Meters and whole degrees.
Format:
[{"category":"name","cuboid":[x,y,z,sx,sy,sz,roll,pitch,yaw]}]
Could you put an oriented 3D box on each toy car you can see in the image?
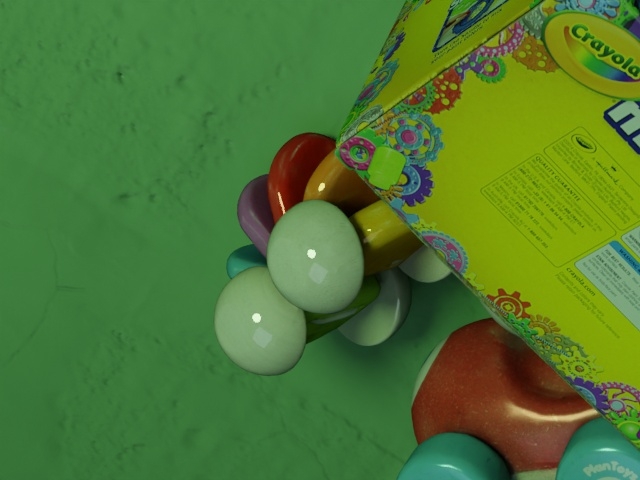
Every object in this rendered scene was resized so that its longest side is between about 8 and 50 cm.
[{"category":"toy car","cuboid":[0.000,0.000,1.135,0.136,0.159,0.182,57,133,18]},{"category":"toy car","cuboid":[0.139,0.041,1.069,0.210,0.219,0.238,-9,109,27]}]

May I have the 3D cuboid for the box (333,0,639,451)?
[{"category":"box","cuboid":[0.198,-0.069,0.900,0.290,0.279,0.177,43,129,-16]}]
